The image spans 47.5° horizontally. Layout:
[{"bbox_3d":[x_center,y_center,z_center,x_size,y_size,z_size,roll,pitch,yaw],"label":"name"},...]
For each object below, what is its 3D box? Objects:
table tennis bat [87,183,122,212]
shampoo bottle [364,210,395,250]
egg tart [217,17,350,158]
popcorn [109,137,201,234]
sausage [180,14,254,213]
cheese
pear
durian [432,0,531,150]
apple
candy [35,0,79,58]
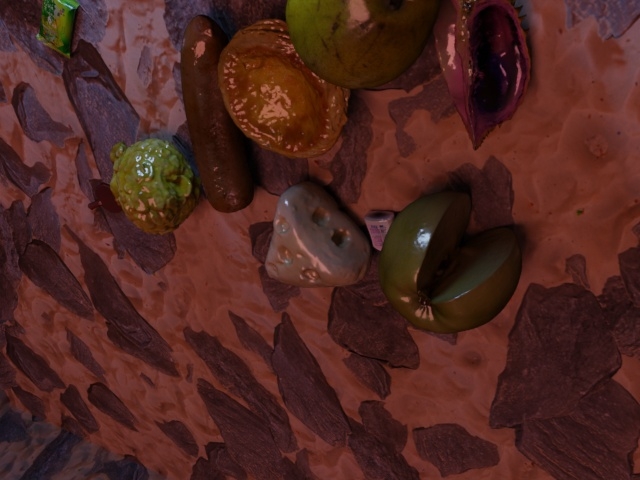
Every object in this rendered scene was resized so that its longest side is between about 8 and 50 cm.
[{"bbox_3d":[-0.646,-0.118,2.171,0.154,0.019,0.098,-15,116,40],"label":"table tennis bat"},{"bbox_3d":[0.145,-0.018,1.665,0.072,0.043,0.099,4,128,34],"label":"shampoo bottle"},{"bbox_3d":[-0.064,-0.318,1.488,0.318,0.128,0.319,21,140,19],"label":"egg tart"},{"bbox_3d":[-0.436,-0.148,1.865,0.251,0.206,0.237,39,155,18],"label":"popcorn"},{"bbox_3d":[-0.241,-0.274,1.655,0.136,0.123,0.501,44,148,44],"label":"sausage"},{"bbox_3d":[0.000,0.001,1.697,0.247,0.173,0.252,22,131,21],"label":"cheese"},{"bbox_3d":[0.073,-0.380,1.217,0.253,0.252,0.307,56,167,-18],"label":"pear"},{"bbox_3d":[0.261,-0.329,1.251,0.186,0.153,0.261,38,146,35],"label":"durian"},{"bbox_3d":[0.259,0.050,1.485,0.291,0.254,0.292,24,140,21],"label":"apple"},{"bbox_3d":[-0.649,-0.538,1.793,0.102,0.032,0.178,38,139,2],"label":"candy"}]
